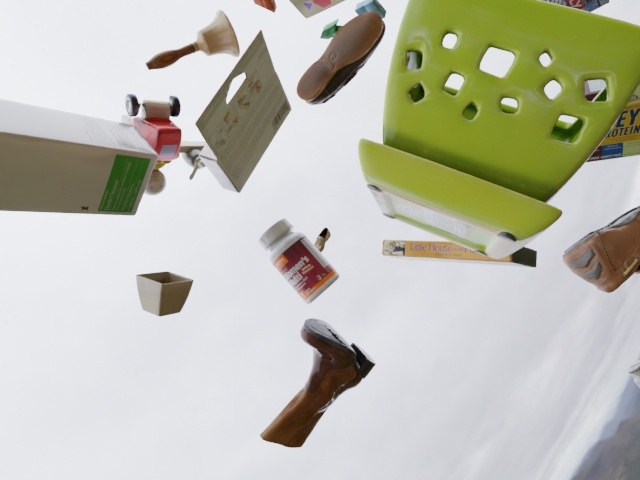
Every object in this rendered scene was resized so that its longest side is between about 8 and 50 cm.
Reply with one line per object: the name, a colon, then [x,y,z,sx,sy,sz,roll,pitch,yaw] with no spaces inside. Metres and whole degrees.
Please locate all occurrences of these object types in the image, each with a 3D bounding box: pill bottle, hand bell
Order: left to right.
hand bell: [-0.352,-0.510,1.189,0.242,0.126,0.126,-30,-45,-15]
pill bottle: [-0.061,0.054,1.203,0.121,0.221,0.121,-41,-5,-5]

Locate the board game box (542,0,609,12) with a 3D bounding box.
board game box: [0.431,-0.478,0.788,0.194,0.194,0.060,47,-135,-26]

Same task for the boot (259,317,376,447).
boot: [-0.037,0.322,0.983,0.280,0.096,0.264,-46,-39,-1]

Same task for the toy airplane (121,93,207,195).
toy airplane: [-0.544,-0.272,1.356,0.384,0.385,0.273,-57,-39,-80]

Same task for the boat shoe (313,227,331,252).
boat shoe: [0.000,0.000,1.839,0.045,0.050,0.135,76,-148,-45]

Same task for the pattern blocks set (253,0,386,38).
pattern blocks set: [-0.032,-0.506,0.823,0.325,0.285,0.026,36,-115,-50]

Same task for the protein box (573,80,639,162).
protein box: [0.723,-0.344,1.121,0.200,0.135,0.201,61,-144,-38]

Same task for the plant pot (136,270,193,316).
plant pot: [-0.423,0.145,1.195,0.109,0.109,0.096,-3,-76,-60]

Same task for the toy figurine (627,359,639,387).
toy figurine: [0.814,0.295,0.956,0.209,0.148,0.213,-36,-19,-1]

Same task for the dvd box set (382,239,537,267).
dvd box set: [0.462,0.043,1.481,0.307,0.420,0.062,9,-96,-52]

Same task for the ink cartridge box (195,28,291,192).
ink cartridge box: [-0.194,-0.308,1.078,0.296,0.066,0.261,-63,-24,-20]

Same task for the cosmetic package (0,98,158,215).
cosmetic package: [-0.594,-0.178,1.006,0.365,0.155,0.197,-3,-48,-49]

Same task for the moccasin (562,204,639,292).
moccasin: [0.689,0.015,0.971,0.380,0.147,0.139,-16,-27,-39]

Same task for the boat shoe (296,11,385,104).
boat shoe: [0.042,-0.343,0.851,0.207,0.073,0.073,-36,-14,25]

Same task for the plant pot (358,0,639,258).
plant pot: [0.173,-0.107,0.494,0.207,0.227,0.228,-65,-16,-3]
